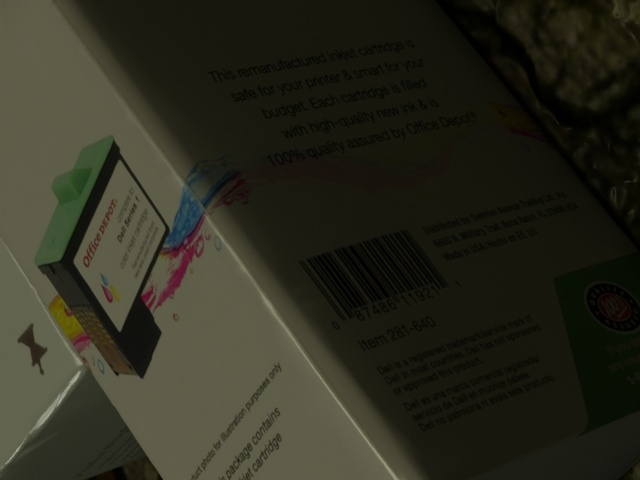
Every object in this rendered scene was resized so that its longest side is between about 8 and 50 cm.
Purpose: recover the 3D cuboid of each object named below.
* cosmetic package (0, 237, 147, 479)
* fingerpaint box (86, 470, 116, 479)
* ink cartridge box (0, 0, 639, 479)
[{"bbox_3d":[-0.112,0.017,0.948,0.151,0.183,0.151,57,132,17],"label":"cosmetic package"},{"bbox_3d":[-0.322,0.173,1.207,0.445,0.163,0.371,-29,80,45],"label":"fingerpaint box"},{"bbox_3d":[0.000,0.000,0.821,0.278,0.201,0.117,53,131,20],"label":"ink cartridge box"}]
